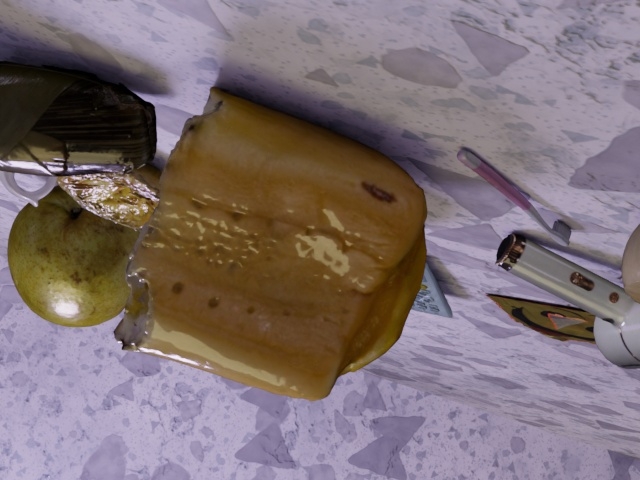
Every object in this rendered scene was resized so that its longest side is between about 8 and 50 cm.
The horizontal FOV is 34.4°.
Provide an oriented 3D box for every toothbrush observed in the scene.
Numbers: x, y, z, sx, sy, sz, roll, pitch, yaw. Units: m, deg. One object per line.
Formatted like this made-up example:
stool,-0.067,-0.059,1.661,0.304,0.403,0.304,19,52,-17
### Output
toothbrush,0.265,-0.057,1.380,0.020,0.025,0.286,7,163,45

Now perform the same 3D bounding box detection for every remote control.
remote control,0.188,0.086,2.007,0.103,0.051,0.293,11,162,21

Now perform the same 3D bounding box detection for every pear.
pear,-0.499,0.025,2.117,0.304,0.304,0.304,16,167,4

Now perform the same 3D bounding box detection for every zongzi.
zongzi,-0.400,-0.145,1.358,0.289,0.154,0.317,8,-162,19

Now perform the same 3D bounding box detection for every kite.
kite,0.499,0.165,2.026,0.377,0.013,0.327,20,166,-8

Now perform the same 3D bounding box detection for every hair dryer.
hair dryer,0.416,0.080,1.584,0.362,0.128,0.203,27,166,-6

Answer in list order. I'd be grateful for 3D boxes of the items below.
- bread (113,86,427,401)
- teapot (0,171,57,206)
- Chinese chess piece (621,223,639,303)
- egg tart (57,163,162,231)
bread,-0.050,0.014,1.393,0.394,0.361,0.250,18,-167,-13
teapot,-0.572,-0.171,1.711,0.298,0.139,0.204,22,164,-18
Chinese chess piece,0.511,0.041,1.305,0.250,0.097,0.251,16,168,3
egg tart,-0.354,-0.100,1.837,0.252,0.098,0.232,-1,152,43
